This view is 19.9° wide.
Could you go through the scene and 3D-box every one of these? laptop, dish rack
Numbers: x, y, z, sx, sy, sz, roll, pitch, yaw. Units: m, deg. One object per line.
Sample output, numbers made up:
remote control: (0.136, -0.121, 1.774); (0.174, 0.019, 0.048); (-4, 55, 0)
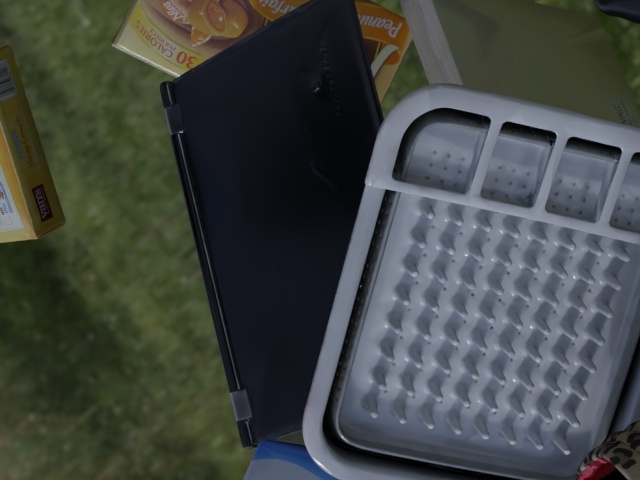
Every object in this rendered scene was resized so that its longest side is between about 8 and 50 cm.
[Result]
laptop: (0.000, 0.000, 1.839); (0.408, 0.236, 0.382); (34, -138, -76)
dish rack: (0.145, 0.048, 1.472); (0.286, 0.332, 0.072); (12, -168, -14)

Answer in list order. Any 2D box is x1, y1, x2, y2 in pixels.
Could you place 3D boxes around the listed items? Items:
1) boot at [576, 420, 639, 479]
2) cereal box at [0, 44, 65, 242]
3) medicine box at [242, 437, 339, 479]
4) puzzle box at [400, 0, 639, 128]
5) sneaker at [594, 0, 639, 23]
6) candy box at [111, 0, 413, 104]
boot: (0.353, 0.181, 1.492); (0.138, 0.284, 0.377); (54, 168, 22)
cereal box: (-0.357, -0.078, 1.674); (0.240, 0.047, 0.173); (-4, 108, 36)
medicine box: (0.014, 0.360, 1.581); (0.149, 0.289, 0.263); (9, 157, 36)
puzzle box: (0.258, -0.107, 2.010); (0.052, 0.272, 0.409); (-49, 44, 39)
sneaker: (0.361, -0.169, 1.515); (0.286, 0.130, 0.109); (13, -178, 25)
candy box: (-0.066, -0.243, 2.155); (0.316, 0.183, 0.087); (26, -178, -14)
